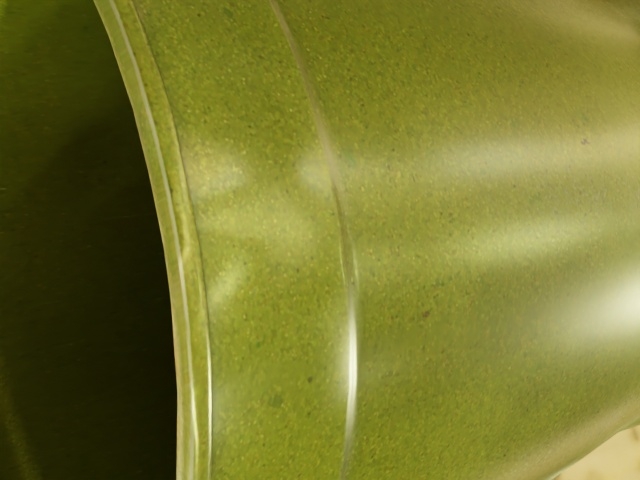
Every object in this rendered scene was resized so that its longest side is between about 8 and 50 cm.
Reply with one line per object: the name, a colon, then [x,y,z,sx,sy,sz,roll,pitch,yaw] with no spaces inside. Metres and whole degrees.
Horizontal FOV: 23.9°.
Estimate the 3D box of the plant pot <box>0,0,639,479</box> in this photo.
plant pot: [0.000,0.000,0.709,0.353,0.366,0.366,-8,-179,-34]
